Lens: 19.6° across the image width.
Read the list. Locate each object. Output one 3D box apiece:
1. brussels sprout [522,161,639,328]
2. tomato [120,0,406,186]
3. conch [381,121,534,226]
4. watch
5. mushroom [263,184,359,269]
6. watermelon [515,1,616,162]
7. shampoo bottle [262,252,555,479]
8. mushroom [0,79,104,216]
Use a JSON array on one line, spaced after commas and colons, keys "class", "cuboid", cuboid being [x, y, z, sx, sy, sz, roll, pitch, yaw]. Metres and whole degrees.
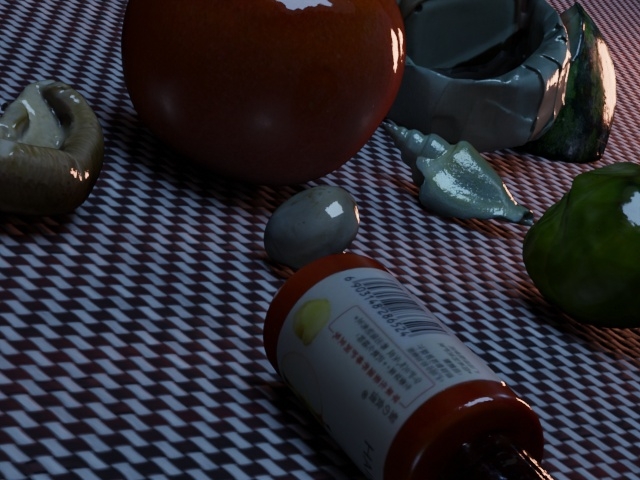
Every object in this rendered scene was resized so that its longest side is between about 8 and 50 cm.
[{"class": "brussels sprout", "cuboid": [0.270, 0.007, 1.650, 0.144, 0.161, 0.181, 56, 34, -23]}, {"class": "tomato", "cuboid": [-0.052, -0.168, 1.640, 0.255, 0.224, 0.256, 16, 20, -6]}, {"class": "conch", "cuboid": [0.130, -0.064, 1.814, 0.180, 0.065, 0.088, 35, 18, 9]}, {"class": "watch", "cuboid": [0.177, -0.199, 2.087, 0.253, 0.162, 0.241, -14, 34, -24]}, {"class": "mushroom", "cuboid": [0.000, 0.000, 1.484, 0.079, 0.085, 0.085, 53, 6, -24]}, {"class": "watermelon", "cuboid": [0.259, -0.197, 2.227, 0.202, 0.207, 0.136, 8, -10, 6]}, {"class": "shampoo bottle", "cuboid": [0.067, 0.113, 1.158, 0.104, 0.104, 0.278, 10, 21, -34]}, {"class": "mushroom", "cuboid": [-0.214, -0.059, 1.377, 0.094, 0.072, 0.210, 20, 21, -2]}]
